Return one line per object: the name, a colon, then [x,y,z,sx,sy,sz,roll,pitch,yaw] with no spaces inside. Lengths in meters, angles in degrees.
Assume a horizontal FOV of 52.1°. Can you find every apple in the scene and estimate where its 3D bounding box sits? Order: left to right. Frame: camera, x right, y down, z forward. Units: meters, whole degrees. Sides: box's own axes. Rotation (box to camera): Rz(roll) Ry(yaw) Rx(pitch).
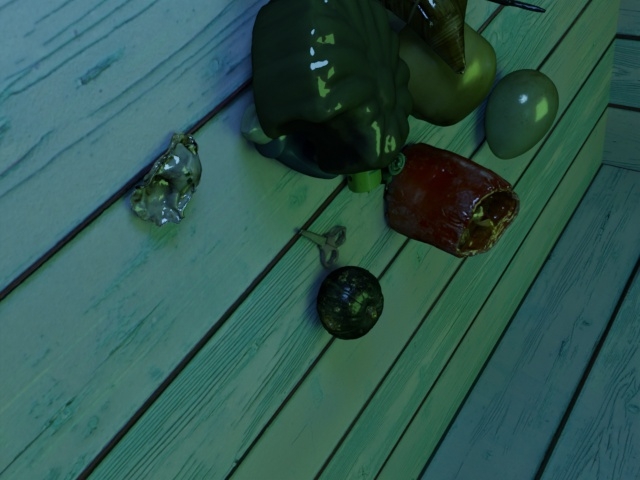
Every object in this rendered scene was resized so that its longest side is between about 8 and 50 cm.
apple: [0.284,-0.396,1.538,0.262,0.262,0.263,-32,132,-45]

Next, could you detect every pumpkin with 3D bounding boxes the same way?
pumpkin: [0.074,0.154,1.611,0.190,0.146,0.191,-6,101,-34]

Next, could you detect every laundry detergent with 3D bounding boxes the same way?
laundry detergent: [-0.048,-0.209,1.281,0.289,0.094,0.144,9,96,-58]

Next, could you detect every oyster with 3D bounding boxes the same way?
oyster: [-0.244,-0.099,1.086,0.108,0.053,0.166,44,75,-36]

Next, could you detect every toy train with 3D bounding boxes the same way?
toy train: [0.111,-0.228,1.522,0.157,0.105,0.254,-31,133,-26]

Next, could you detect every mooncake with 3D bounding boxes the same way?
mooncake: [0.033,-0.294,1.181,0.351,0.187,0.352,20,65,-50]

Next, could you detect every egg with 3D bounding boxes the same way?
egg: [0.633,-0.401,2.097,0.218,0.218,0.296,-17,133,-52]

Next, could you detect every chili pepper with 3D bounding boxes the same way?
chili pepper: [0.333,-0.099,1.730,0.251,0.305,0.229,-54,140,-7]

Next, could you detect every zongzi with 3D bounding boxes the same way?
zongzi: [0.290,-0.523,1.390,0.286,0.288,0.134,-38,174,-13]

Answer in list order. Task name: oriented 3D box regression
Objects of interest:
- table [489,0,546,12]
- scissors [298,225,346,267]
table: [0.415,-0.689,1.578,0.317,0.249,0.318,-32,132,-45]
scissors: [0.001,0.000,1.535,0.212,0.021,0.111,24,89,-58]
